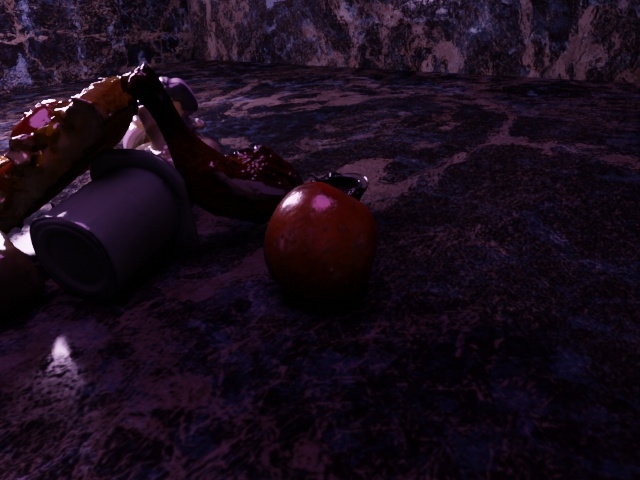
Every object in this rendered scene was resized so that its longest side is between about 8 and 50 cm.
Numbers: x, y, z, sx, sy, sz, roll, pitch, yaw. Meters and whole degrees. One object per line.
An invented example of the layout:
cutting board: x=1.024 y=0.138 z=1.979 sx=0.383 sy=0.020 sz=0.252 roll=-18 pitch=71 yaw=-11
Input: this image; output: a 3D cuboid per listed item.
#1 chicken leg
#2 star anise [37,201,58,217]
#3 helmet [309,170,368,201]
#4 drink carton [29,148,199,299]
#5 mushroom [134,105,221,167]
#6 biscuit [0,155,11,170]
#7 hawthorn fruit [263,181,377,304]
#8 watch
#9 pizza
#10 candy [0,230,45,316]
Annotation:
chicken leg: x=-0.166 y=-0.127 z=0.867 sx=0.095 sy=0.158 sz=0.407 roll=15 pitch=-14 yaw=48
star anise: x=-0.483 y=-0.050 z=1.009 sx=0.140 sy=0.042 sz=0.141 roll=0 pitch=29 yaw=0
helmet: x=0.034 y=-0.089 z=1.009 sx=0.123 sy=0.071 sz=0.098 roll=-12 pitch=34 yaw=-33
drink carton: x=-0.331 y=-0.023 z=0.801 sx=0.185 sy=0.191 sz=0.190 roll=10 pitch=36 yaw=20
mushroom: x=-0.316 y=-0.194 z=1.127 sx=0.206 sy=0.209 sz=0.206 roll=8 pitch=2 yaw=0
biscuit: x=-0.855 y=-0.152 z=1.240 sx=0.262 sy=0.052 sz=0.277 roll=0 pitch=26 yaw=-5
hawthorn fruit: x=0.000 y=0.000 z=0.727 sx=0.172 sy=0.173 sz=0.173 roll=-2 pitch=27 yaw=1
watch: x=-0.397 y=-0.303 z=1.284 sx=0.196 sy=0.244 sz=0.231 roll=-10 pitch=34 yaw=-13
pizza: x=-0.489 y=-0.143 z=0.899 sx=0.406 sy=0.130 sz=0.440 roll=-43 pitch=19 yaw=-4
candy: x=-0.520 y=0.037 z=0.775 sx=0.233 sy=0.102 sz=0.104 roll=16 pitch=32 yaw=37
